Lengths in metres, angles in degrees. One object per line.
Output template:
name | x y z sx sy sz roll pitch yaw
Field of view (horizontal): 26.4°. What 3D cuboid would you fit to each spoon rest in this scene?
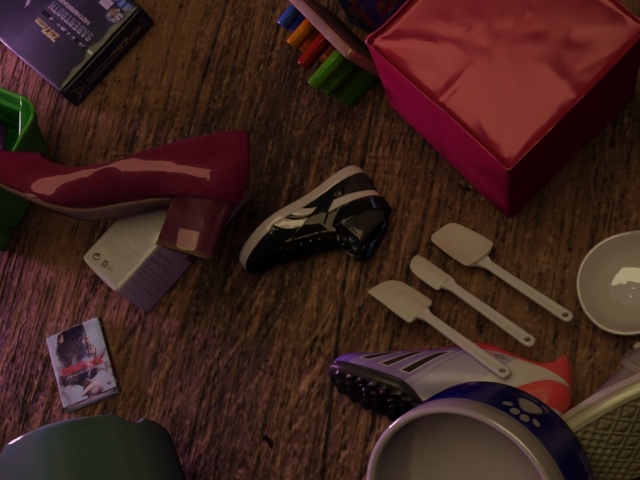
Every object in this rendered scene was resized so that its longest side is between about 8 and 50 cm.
spoon rest | 0.462 0.030 1.742 0.276 0.084 0.137 -21 67 7

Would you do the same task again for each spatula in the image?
spatula | 0.201 0.075 1.789 0.168 0.019 0.242 -36 48 -23

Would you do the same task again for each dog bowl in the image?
dog bowl | 0.192 0.307 1.638 0.265 0.104 0.264 11 110 32

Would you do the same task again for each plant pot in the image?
plant pot | -0.276 0.421 1.703 0.341 0.341 0.334 -23 58 7

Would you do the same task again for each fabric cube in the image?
fabric cube | 0.242 -0.226 1.779 0.254 0.258 0.259 -45 75 -1

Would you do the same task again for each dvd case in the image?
dvd case | -0.341 0.179 1.958 0.087 0.013 0.119 -22 68 8

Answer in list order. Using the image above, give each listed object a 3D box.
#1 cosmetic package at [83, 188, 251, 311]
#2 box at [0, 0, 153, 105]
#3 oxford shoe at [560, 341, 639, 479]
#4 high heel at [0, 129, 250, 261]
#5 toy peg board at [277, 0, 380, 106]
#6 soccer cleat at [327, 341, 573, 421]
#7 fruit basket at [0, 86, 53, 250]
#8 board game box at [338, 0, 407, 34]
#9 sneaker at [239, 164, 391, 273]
cosmetic package | -0.214 -0.020 1.936 0.085 0.117 0.231 42 88 24
box | -0.403 -0.348 2.134 0.233 0.059 0.183 41 87 24
oxford shoe | 0.457 0.153 1.672 0.449 0.169 0.130 -33 42 6
high heel | -0.282 -0.108 1.853 0.377 0.127 0.181 18 86 7
toy peg board | 0.006 -0.270 1.943 0.079 0.161 0.160 -48 65 12
soccer cleat | 0.169 0.180 1.771 0.318 0.108 0.116 10 61 17
fruit basket | -0.619 -0.143 1.960 0.392 0.392 0.283 22 79 22
board game box | 0.144 -0.477 1.927 0.078 0.233 0.347 35 83 23
sneaker | 0.000 0.000 1.885 0.217 0.079 0.121 -38 64 -1
